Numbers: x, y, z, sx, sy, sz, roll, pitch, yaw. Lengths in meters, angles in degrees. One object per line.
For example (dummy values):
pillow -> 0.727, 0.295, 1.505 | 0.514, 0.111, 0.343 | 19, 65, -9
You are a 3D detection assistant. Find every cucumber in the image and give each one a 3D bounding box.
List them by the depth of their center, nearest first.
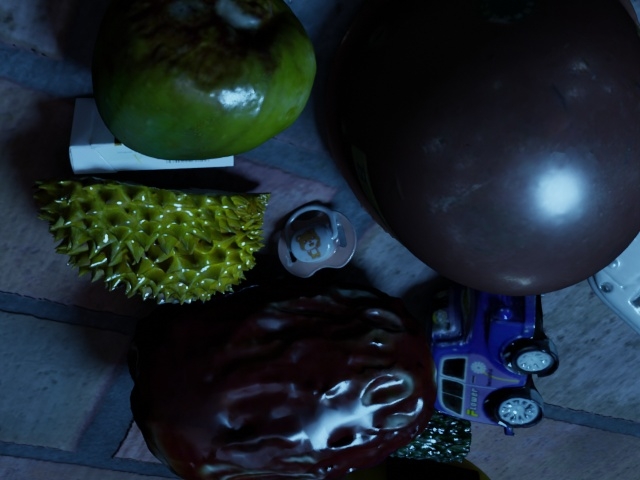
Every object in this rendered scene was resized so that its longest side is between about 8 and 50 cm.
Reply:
cucumber -> 0.052, 0.272, 1.241 | 0.360, 0.096, 0.096 | 10, 132, -20

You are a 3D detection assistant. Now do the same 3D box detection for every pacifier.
pacifier -> 0.000, 0.000, 0.991 | 0.099, 0.081, 0.078 | -17, 169, 21

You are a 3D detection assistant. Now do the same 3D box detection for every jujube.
jujube -> -0.053, 0.162, 0.992 | 0.377, 0.258, 0.258 | -9, 135, 3

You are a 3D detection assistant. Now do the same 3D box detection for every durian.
durian -> -0.180, -0.002, 0.874 | 0.250, 0.183, 0.137 | 10, 100, -13

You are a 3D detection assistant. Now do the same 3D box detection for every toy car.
toy car -> 0.214, 0.126, 1.084 | 0.158, 0.172, 0.235 | 5, 131, 5

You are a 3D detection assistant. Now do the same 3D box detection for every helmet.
helmet -> 0.190, -0.072, 0.789 | 0.338, 0.230, 0.384 | -21, 120, 6

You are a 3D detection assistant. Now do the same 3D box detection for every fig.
fig -> -0.110, -0.150, 0.729 | 0.191, 0.181, 0.181 | -30, 133, 29

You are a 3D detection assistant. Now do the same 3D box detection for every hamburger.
hamburger -> 0.150, 0.442, 1.296 | 0.276, 0.294, 0.179 | 10, 102, 0

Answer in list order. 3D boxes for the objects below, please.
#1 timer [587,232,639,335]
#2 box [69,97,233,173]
timer -> 0.447, 0.013, 0.938 | 0.237, 0.087, 0.262 | 42, 115, -1
box -> -0.166, -0.108, 0.827 | 0.155, 0.084, 0.040 | -4, 137, -7
